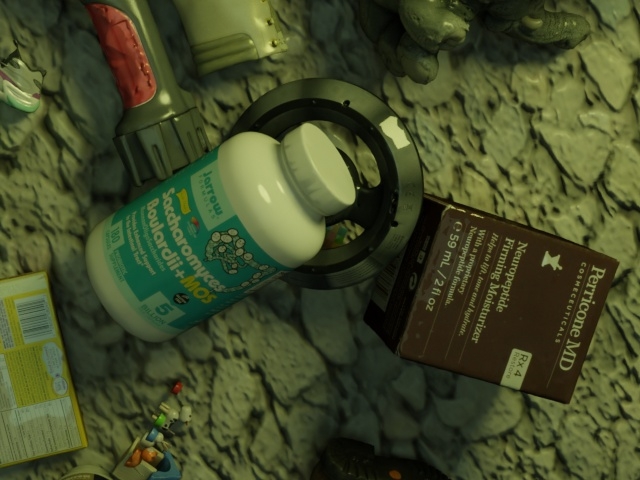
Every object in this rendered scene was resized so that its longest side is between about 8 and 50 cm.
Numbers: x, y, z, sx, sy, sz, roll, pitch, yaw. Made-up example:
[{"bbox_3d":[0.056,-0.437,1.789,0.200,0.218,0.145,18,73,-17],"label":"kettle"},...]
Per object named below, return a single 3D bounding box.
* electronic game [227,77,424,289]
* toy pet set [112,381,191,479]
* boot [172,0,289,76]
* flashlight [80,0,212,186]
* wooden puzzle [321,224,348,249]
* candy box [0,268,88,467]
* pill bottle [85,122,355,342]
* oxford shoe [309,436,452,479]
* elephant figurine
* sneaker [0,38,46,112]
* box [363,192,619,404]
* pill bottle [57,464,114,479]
[{"bbox_3d":[-0.002,-0.060,1.094,0.229,0.048,0.229,3,99,17],"label":"electronic game"},{"bbox_3d":[-0.173,0.235,1.114,0.065,0.122,0.114,37,110,-6],"label":"toy pet set"},{"bbox_3d":[-0.061,-0.279,1.071,0.213,0.077,0.165,-23,101,0],"label":"boot"},{"bbox_3d":[-0.215,-0.207,1.046,0.103,0.103,0.304,-13,103,20],"label":"flashlight"},{"bbox_3d":[0.000,0.000,1.160,0.083,0.006,0.049,23,95,-12],"label":"wooden puzzle"},{"bbox_3d":[-0.329,0.142,1.117,0.105,0.027,0.206,-11,100,-5],"label":"candy box"},{"bbox_3d":[-0.098,-0.014,1.029,0.264,0.146,0.146,-31,104,20],"label":"pill bottle"},{"bbox_3d":[0.089,0.310,1.197,0.227,0.083,0.096,24,114,-12],"label":"oxford shoe"},{"bbox_3d":[0.166,-0.280,1.086,0.239,0.186,0.169,-26,62,-15],"label":"elephant figurine"},{"bbox_3d":[-0.336,-0.179,1.062,0.098,0.038,0.069,17,94,-21],"label":"sneaker"},{"bbox_3d":[0.179,0.056,1.116,0.203,0.167,0.168,17,95,-12],"label":"box"},{"bbox_3d":[-0.253,0.302,1.082,0.094,0.169,0.094,-2,99,-10],"label":"pill bottle"}]
